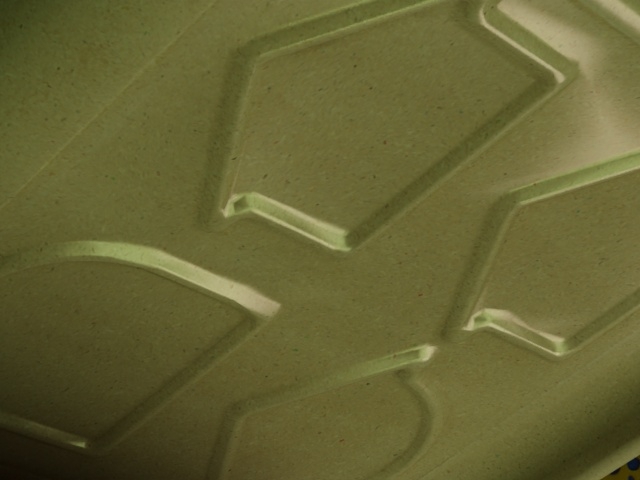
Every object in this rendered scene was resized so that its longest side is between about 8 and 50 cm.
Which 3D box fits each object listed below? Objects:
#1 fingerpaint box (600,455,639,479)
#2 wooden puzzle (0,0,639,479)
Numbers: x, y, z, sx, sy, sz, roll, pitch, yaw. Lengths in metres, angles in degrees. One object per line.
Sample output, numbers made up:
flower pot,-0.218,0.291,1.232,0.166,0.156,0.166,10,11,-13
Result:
fingerpaint box,0.329,0.197,0.873,0.444,0.371,0.163,-13,162,25
wooden puzzle,0.000,0.000,0.587,0.348,0.080,0.322,29,125,-34
